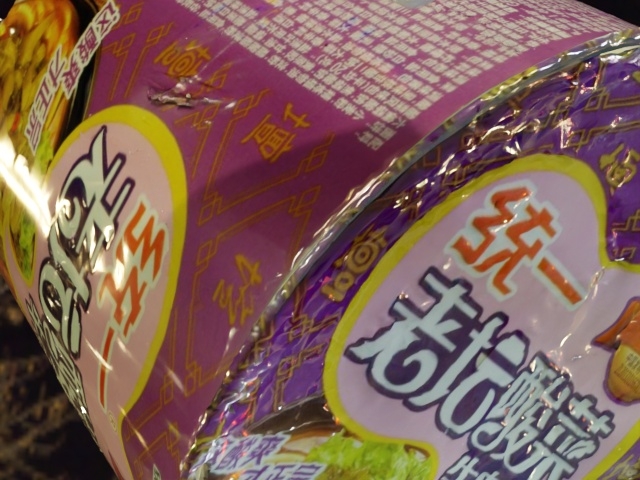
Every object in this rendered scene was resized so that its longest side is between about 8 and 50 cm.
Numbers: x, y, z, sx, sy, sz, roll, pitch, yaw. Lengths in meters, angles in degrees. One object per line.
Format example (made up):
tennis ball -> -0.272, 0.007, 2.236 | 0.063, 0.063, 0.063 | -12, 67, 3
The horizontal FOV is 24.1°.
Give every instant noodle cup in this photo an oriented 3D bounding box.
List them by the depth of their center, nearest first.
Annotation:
instant noodle cup -> 0.000, 0.000, 0.679 | 0.340, 0.266, 0.340 | -26, -42, -27

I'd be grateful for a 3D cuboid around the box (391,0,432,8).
box -> 0.034, -0.186, 0.313 | 0.149, 0.233, 0.067 | -24, -18, 22
